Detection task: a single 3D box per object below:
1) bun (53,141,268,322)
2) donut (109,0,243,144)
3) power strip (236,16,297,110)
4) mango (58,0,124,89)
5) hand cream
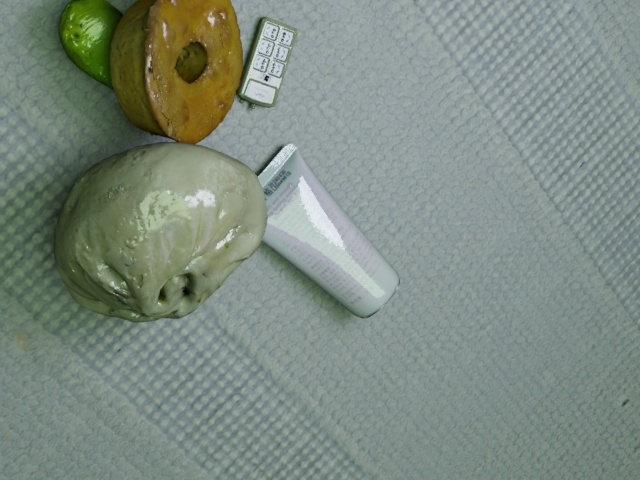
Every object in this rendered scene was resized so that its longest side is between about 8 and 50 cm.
[{"bbox_3d":[-0.257,-0.010,1.601,0.362,0.234,0.326,-15,144,-14],"label":"bun"},{"bbox_3d":[-0.242,-0.296,1.598,0.277,0.108,0.277,-33,127,-58],"label":"donut"},{"bbox_3d":[-0.099,-0.316,1.761,0.076,0.028,0.169,15,96,-27],"label":"power strip"},{"bbox_3d":[-0.361,-0.323,1.604,0.119,0.100,0.178,-47,123,-18],"label":"mango"},{"bbox_3d":[0.000,0.000,1.848,0.185,0.118,0.359,-46,108,-3],"label":"hand cream"}]
